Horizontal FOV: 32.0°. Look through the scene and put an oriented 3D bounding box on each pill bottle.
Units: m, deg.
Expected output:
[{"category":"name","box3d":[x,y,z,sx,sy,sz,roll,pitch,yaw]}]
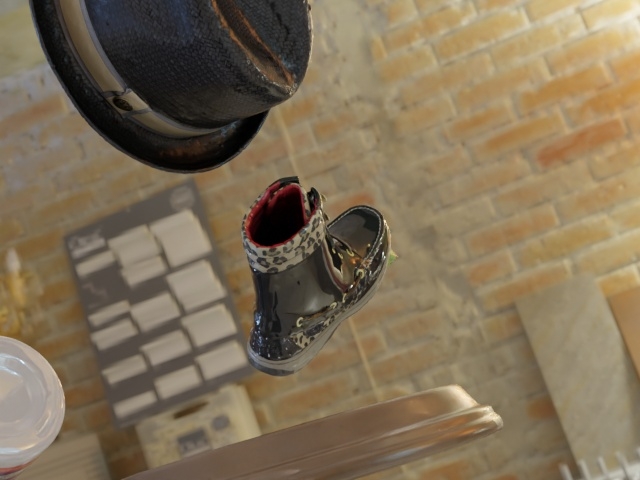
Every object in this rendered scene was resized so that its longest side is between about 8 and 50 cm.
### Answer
[{"category":"pill bottle","box3d":[-0.296,0.165,0.912,0.108,0.108,0.193,-11,-23,-45]}]

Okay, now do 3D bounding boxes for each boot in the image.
[{"category":"boot","box3d":[0.001,0.001,1.110,0.236,0.085,0.179,-51,-29,-37]}]

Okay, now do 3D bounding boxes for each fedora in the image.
[{"category":"fedora","box3d":[-0.113,-0.229,1.079,0.152,0.334,0.334,-2,5,40]}]

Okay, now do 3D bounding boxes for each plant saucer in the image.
[{"category":"plant saucer","box3d":[-0.017,0.146,0.740,0.277,0.041,0.278,-16,-11,-3]}]

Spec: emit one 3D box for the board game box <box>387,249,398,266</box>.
[{"category":"board game box","box3d":[0.038,0.030,1.337,0.092,0.043,0.181,-42,-8,4]}]
